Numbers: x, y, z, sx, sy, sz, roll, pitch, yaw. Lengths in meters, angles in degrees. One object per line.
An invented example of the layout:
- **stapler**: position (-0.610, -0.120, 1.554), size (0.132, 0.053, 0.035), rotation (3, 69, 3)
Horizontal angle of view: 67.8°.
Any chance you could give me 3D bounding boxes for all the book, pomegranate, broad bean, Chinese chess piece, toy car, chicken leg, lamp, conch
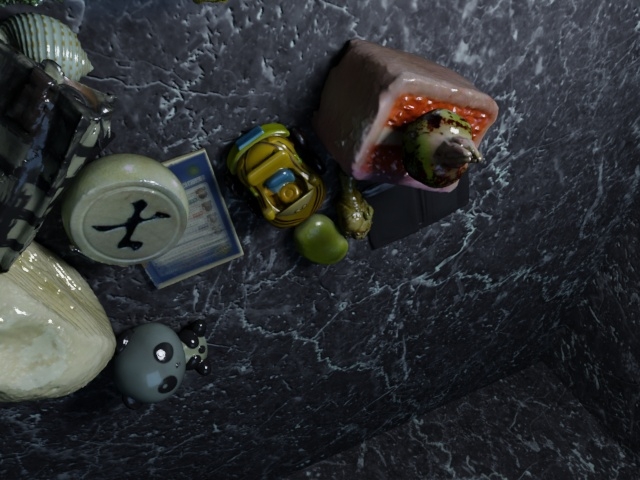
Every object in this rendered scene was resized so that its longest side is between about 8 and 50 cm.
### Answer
- **book**: position (-0.313, -0.036, 1.050), size (0.228, 0.018, 0.322), rotation (-22, 138, -12)
- **pomegranate**: position (0.222, -0.157, 0.836), size (0.125, 0.163, 0.138), rotation (-1, 108, -46)
- **broad bean**: position (0.000, 0.000, 1.245), size (0.124, 0.082, 0.174), rotation (-45, 128, 12)
- **Chinese chess piece**: position (-0.371, -0.052, 0.917), size (0.237, 0.092, 0.238), rotation (-17, 137, -17)
- **toy car**: position (-0.081, -0.122, 1.020), size (0.200, 0.142, 0.248), rotation (-37, 137, 5)
- **chicken leg**: position (0.082, -0.091, 1.187), size (0.088, 0.103, 0.228), rotation (-9, 131, -6)
- **lamp**: position (-0.398, 0.297, 1.198), size (0.244, 0.198, 0.198), rotation (-12, 137, -46)
- **conch**: position (-0.420, -0.263, 0.699), size (0.153, 0.102, 0.135), rotation (13, 111, -5)

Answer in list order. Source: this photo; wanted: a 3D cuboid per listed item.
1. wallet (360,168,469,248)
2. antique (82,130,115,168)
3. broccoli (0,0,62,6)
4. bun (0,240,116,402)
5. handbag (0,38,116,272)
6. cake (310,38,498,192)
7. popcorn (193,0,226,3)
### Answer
- **wallet**: position (0.270, -0.115, 1.327), size (0.323, 0.041, 0.247), rotation (-26, 138, -3)
- **antique**: position (-0.449, -0.137, 0.869), size (0.192, 0.015, 0.031), rotation (-41, 139, 9)
- **broccoli**: position (-0.356, -0.401, 0.558), size (0.176, 0.226, 0.198), rotation (-10, -174, 15)
- **bun**: position (-0.556, 0.147, 0.851), size (0.227, 0.352, 0.349), rotation (-43, 101, -5)
- **handbag**: position (-0.494, -0.152, 0.641), size (0.325, 0.162, 0.327), rotation (35, 115, -27)
- **cake**: position (0.166, -0.252, 0.990), size (0.308, 0.230, 0.237), rotation (1, 126, -33)
- **popcorn**: position (-0.111, -0.452, 0.627), size (0.286, 0.225, 0.174), rotation (-47, 169, 12)
